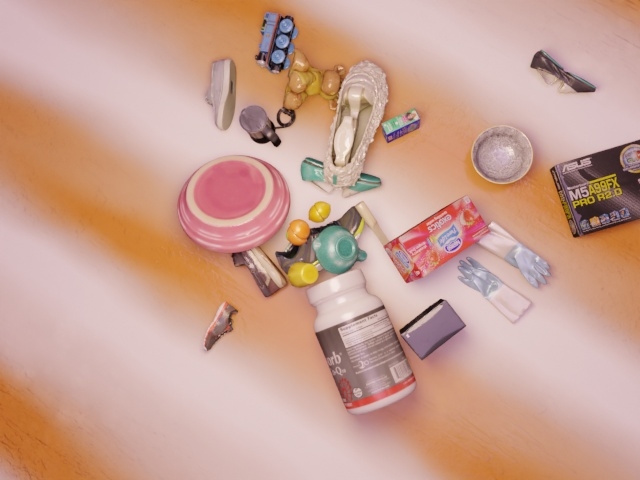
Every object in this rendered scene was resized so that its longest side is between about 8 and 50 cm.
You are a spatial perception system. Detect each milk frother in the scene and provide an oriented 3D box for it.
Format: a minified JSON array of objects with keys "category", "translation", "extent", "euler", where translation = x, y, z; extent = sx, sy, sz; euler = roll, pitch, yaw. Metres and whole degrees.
[{"category":"milk frother","translation":[-0.154,-0.362,1.776],"extent":[0.129,0.135,0.143],"euler":[24,88,7]}]

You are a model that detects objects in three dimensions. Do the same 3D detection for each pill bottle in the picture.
[{"category":"pill bottle","translation":[0.105,0.276,1.658],"extent":[0.210,0.210,0.362],"euler":[-23,83,4]}]

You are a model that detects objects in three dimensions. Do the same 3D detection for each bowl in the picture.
[{"category":"bowl","translation":[0.515,-0.240,1.722],"extent":[0.170,0.080,0.170],"euler":[0,85,5]}]

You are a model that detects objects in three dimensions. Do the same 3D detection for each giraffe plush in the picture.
[{"category":"giraffe plush","translation":[-0.011,-0.463,1.764],"extent":[0.171,0.210,0.181],"euler":[11,118,-9]}]

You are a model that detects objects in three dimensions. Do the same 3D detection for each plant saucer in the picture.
[{"category":"plant saucer","translation":[-0.255,-0.125,1.727],"extent":[0.333,0.084,0.332],"euler":[-2,59,3]}]

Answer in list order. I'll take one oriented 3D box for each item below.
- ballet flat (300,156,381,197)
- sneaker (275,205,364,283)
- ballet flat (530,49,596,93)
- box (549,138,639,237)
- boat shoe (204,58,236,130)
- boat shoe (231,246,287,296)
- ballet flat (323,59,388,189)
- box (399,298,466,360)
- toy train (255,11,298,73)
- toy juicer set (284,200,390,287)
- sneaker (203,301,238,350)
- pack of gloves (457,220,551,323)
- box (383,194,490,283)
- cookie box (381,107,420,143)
[{"category":"ballet flat","translation":[0.056,-0.175,1.775],"extent":[0.248,0.083,0.087],"euler":[17,111,7]},{"category":"sneaker","translation":[0.000,0.000,1.720],"extent":[0.300,0.111,0.121],"euler":[-42,118,0]},{"category":"ballet flat","translation":[0.696,-0.472,1.734],"extent":[0.203,0.074,0.074],"euler":[35,90,2]},{"category":"box","translation":[0.820,-0.148,1.691],"extent":[0.270,0.060,0.216],"euler":[-16,84,4]},{"category":"boat shoe","translation":[-0.310,-0.446,1.835],"extent":[0.081,0.079,0.227],"euler":[1,80,15]},{"category":"boat shoe","translation":[-0.219,0.046,1.767],"extent":[0.092,0.103,0.285],"euler":[-42,88,-4]},{"category":"ballet flat","translation":[0.100,-0.345,1.688],"extent":[0.147,0.147,0.408],"euler":[11,78,7]},{"category":"box","translation":[0.309,0.244,1.664],"extent":[0.156,0.158,0.093],"euler":[-39,83,2]},{"category":"toy train","translation":[-0.137,-0.603,1.826],"extent":[0.105,0.080,0.184],"euler":[14,89,16]},{"category":"toy juicer set","translation":[0.040,-0.011,1.644],"extent":[0.329,0.089,0.209],"euler":[-18,93,-29]},{"category":"sneaker","translation":[-0.296,0.263,1.778],"extent":[0.065,0.061,0.157],"euler":[26,89,1]},{"category":"pack of gloves","translation":[0.526,0.089,1.722],"extent":[0.232,0.046,0.195],"euler":[40,102,11]},{"category":"box","translation":[0.322,-0.004,1.656],"extent":[0.257,0.123,0.128],"euler":[-30,88,-20]},{"category":"cookie box","translation":[0.235,-0.336,1.754],"extent":[0.107,0.092,0.040],"euler":[-26,80,3]}]
